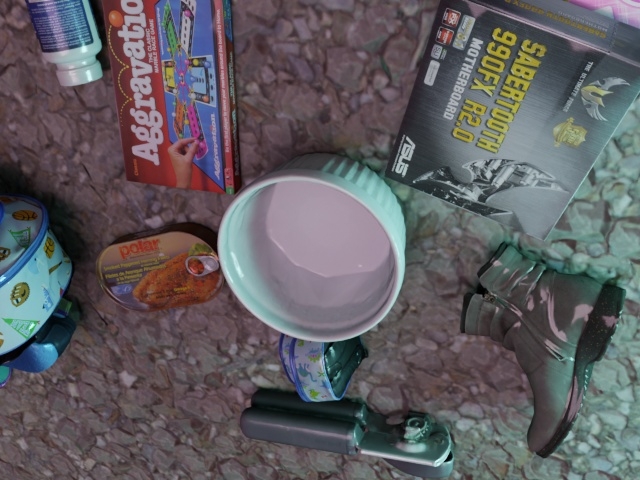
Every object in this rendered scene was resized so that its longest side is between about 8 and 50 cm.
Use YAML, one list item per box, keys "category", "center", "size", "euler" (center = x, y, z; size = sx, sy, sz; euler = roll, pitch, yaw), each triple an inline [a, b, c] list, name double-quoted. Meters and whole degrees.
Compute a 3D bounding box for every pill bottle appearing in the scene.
- category: "pill bottle"
  center: [-0.282, -0.236, 0.832]
  size: [0.067, 0.067, 0.120]
  euler: [-1, 117, 18]

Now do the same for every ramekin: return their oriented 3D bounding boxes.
- category: "ramekin"
  center: [0.000, 0.000, 0.846]
  size: [0.207, 0.109, 0.207]
  euler: [8, 121, 14]

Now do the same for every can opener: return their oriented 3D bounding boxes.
- category: "can opener"
  center: [0.035, 0.269, 1.004]
  size: [0.283, 0.076, 0.095]
  euler: [4, 118, 17]

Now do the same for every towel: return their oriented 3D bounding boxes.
- category: "towel"
  center: [-0.396, 0.105, 1.093]
  size: [0.060, 0.009, 0.083]
  euler: [29, 122, 2]

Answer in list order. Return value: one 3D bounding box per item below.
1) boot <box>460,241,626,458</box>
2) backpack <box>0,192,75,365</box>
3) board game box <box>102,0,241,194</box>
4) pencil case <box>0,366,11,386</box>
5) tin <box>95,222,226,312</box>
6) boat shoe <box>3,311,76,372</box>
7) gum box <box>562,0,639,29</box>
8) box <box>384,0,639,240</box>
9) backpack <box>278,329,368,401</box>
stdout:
- category: "boot"
  center: [0.236, 0.124, 0.869]
  size: [0.161, 0.083, 0.247]
  euler: [21, 121, 19]
- category: "backpack"
  center: [-0.458, 0.036, 0.937]
  size: [0.263, 0.277, 0.213]
  euler: [-1, 133, 2]
- category: "board game box"
  center: [-0.167, -0.191, 0.844]
  size: [0.144, 0.027, 0.282]
  euler: [8, 120, 15]
- category: "pencil case"
  center: [-0.564, 0.195, 1.166]
  size: [0.151, 0.064, 0.070]
  euler: [10, 96, 14]
- category: "tin"
  center: [-0.205, 0.035, 0.977]
  size: [0.189, 0.040, 0.106]
  euler: [-10, 118, 23]
- category: "boat shoe"
  center: [-0.459, 0.125, 1.076]
  size: [0.258, 0.089, 0.109]
  euler: [16, 130, 20]
- category: "gum box"
  center: [0.280, -0.250, 0.642]
  size: [0.107, 0.062, 0.188]
  euler: [31, 123, -1]
- category: "box"
  center: [0.175, -0.119, 0.711]
  size: [0.183, 0.056, 0.231]
  euler: [24, 142, 7]
- category: "backpack"
  center: [-0.001, 0.139, 0.920]
  size: [0.084, 0.114, 0.105]
  euler: [-8, 116, 22]
